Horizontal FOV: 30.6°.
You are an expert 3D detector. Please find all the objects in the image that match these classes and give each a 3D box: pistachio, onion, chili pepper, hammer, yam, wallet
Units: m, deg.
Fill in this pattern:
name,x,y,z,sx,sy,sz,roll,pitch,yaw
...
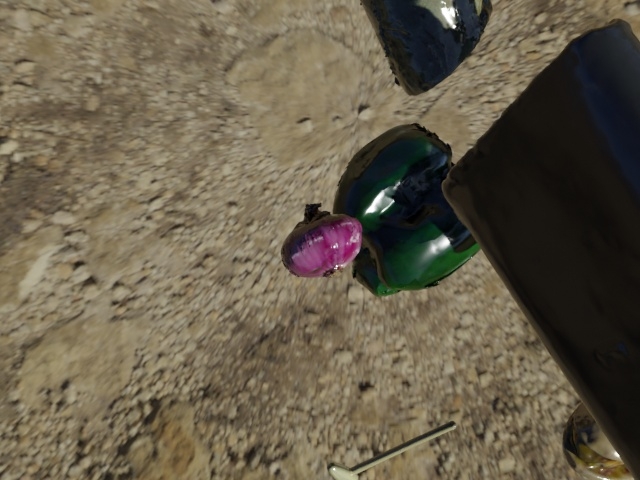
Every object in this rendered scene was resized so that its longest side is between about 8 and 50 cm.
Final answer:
name,x,y,z,sx,sy,sz,roll,pitch,yaw
pistachio,0.348,0.232,1.393,0.149,0.113,0.113,2,98,-43
onion,0.000,0.000,1.540,0.115,0.115,0.104,-16,82,3
chili pepper,0.149,-0.040,1.940,0.256,0.233,0.248,-40,75,-16
hammer,0.102,0.295,1.664,0.195,0.028,0.060,-28,139,12
yam,0.117,-0.356,1.520,0.168,0.168,0.304,-26,116,4
wallet,0.243,0.075,0.760,0.062,0.228,0.406,-27,78,-30
